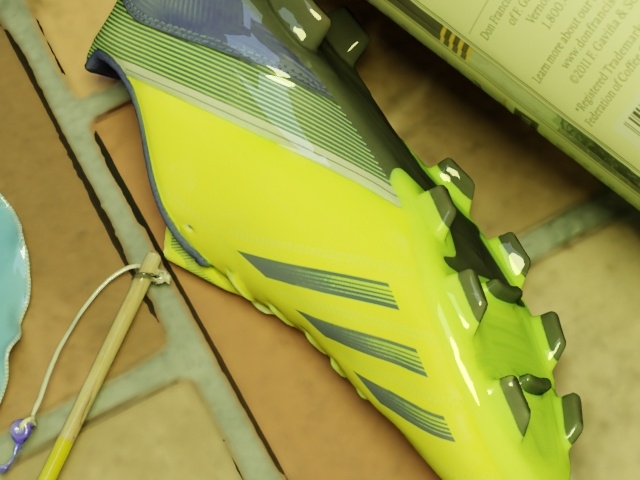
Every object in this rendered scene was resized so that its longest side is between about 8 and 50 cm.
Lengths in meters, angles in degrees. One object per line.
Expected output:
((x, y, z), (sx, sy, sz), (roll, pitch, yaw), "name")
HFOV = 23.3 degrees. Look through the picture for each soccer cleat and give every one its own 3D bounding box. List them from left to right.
((0.000, 0.000, 0.641), (0.121, 0.093, 0.289), (-39, 70, 18), "soccer cleat")

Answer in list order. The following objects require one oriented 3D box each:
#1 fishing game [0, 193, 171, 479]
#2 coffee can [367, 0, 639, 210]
((-0.214, 0.028, 0.649), (0.264, 0.041, 0.189), (22, 65, 13), "fishing game")
((0.124, -0.134, 0.595), (0.275, 0.201, 0.201), (39, 71, 6), "coffee can")
